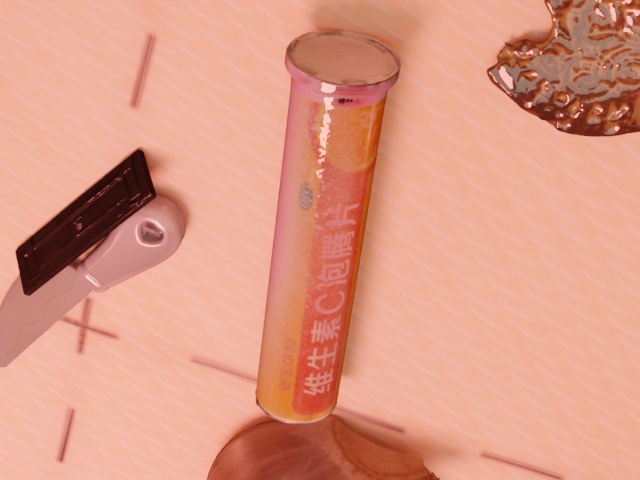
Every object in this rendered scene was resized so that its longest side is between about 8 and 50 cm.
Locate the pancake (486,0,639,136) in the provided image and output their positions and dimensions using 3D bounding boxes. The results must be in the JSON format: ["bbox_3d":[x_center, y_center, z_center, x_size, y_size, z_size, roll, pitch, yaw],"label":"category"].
[{"bbox_3d":[0.268,-0.226,1.323,0.286,0.033,0.288,-32,112,28],"label":"pancake"}]

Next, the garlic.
[{"bbox_3d":[-0.007,0.321,1.681,0.237,0.210,0.292,12,127,-40],"label":"garlic"}]

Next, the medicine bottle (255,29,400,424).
[{"bbox_3d":[0.000,0.000,1.475,0.108,0.108,0.426,9,126,3],"label":"medicine bottle"}]

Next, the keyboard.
[{"bbox_3d":[-0.250,-0.017,1.532,0.204,0.061,0.013,-36,147,27],"label":"keyboard"}]

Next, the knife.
[{"bbox_3d":[-0.276,0.045,1.590,0.331,0.044,0.080,-33,111,30],"label":"knife"}]
